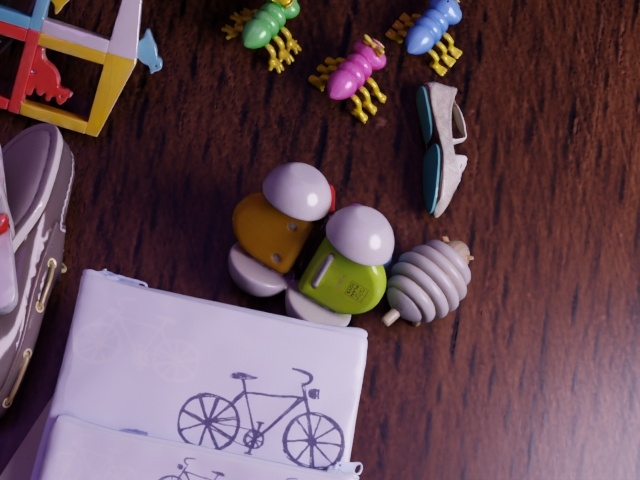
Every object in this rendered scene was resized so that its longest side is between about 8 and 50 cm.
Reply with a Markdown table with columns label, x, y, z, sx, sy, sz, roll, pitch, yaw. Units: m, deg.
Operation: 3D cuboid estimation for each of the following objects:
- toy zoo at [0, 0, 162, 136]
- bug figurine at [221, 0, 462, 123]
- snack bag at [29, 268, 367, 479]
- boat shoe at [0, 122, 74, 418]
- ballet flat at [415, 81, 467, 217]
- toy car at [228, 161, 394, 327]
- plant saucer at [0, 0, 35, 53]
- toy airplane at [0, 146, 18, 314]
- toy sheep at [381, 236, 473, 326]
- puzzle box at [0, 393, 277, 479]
| label | x | y | z | sx | sy | sz | roll | pitch | yaw |
| --- | --- | --- | --- | --- | --- | --- | --- | --- | --- |
| toy zoo | -0.316 | -0.233 | 1.599 | 0.293 | 0.030 | 0.192 | 17 | 104 | -7 |
| bug figurine | 0.025 | -0.267 | 1.692 | 0.279 | 0.072 | 0.216 | 34 | 70 | 7 |
| snack bag | -0.117 | 0.210 | 1.448 | 0.323 | 0.037 | 0.342 | 12 | 67 | -3 |
| boat shoe | -0.325 | 0.032 | 1.530 | 0.117 | 0.097 | 0.324 | -5 | 59 | 36 |
| ballet flat | 0.143 | -0.106 | 1.653 | 0.052 | 0.057 | 0.168 | 3 | 69 | -15 |
| toy car | 0.000 | 0.000 | 1.564 | 0.182 | 0.159 | 0.136 | 34 | 33 | 8 |
| plant saucer | -0.459 | -0.325 | 1.607 | 0.311 | 0.050 | 0.310 | -1 | 107 | -3 |
| toy airplane | -0.480 | -0.008 | 1.382 | 0.386 | 0.272 | 0.384 | 32 | 84 | 23 |
| toy sheep | 0.114 | 0.048 | 1.571 | 0.091 | 0.091 | 0.132 | 39 | 70 | 9 |
| puzzle box | -0.130 | 0.317 | 1.452 | 0.409 | 0.052 | 0.272 | 30 | 67 | 4 |
